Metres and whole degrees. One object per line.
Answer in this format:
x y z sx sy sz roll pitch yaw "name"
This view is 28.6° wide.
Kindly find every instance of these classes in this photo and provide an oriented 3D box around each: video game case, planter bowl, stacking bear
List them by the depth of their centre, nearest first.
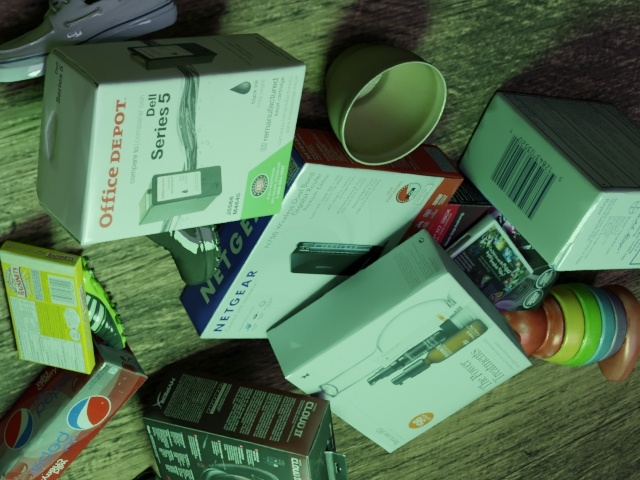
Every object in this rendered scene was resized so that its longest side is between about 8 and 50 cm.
0.073 -0.198 1.682 0.162 0.109 0.162 -21 138 -20 "planter bowl"
0.237 0.059 1.982 0.173 0.022 0.190 -40 141 5 "video game case"
0.428 0.157 2.278 0.289 0.175 0.164 1 129 -30 "stacking bear"

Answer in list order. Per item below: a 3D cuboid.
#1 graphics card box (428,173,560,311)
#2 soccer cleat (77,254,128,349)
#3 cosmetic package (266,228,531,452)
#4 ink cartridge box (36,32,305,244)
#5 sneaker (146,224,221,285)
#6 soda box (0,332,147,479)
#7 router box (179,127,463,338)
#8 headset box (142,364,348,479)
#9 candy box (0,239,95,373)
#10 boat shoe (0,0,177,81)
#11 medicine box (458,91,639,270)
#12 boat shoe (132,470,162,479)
0.258 0.009 2.041 0.371 0.094 0.232 0 128 -39 "graphics card box"
-0.318 0.090 1.701 0.072 0.060 0.179 -25 134 -3 "soccer cleat"
0.132 0.168 1.936 0.284 0.097 0.377 -33 143 11 "cosmetic package"
-0.170 -0.120 1.428 0.273 0.115 0.198 -11 125 -36 "ink cartridge box"
-0.210 -0.052 1.622 0.130 0.109 0.286 -21 129 -12 "sneaker"
-0.371 0.249 1.785 0.263 0.083 0.092 -47 140 11 "soda box"
0.000 0.000 1.814 0.301 0.082 0.335 2 132 -40 "router box"
-0.101 0.322 1.908 0.218 0.293 0.110 82 24 -46 "headset box"
-0.355 0.091 1.641 0.027 0.105 0.205 -66 165 -45 "candy box"
-0.273 -0.248 1.401 0.226 0.083 0.075 -27 120 -23 "boat shoe"
0.411 -0.090 1.930 0.289 0.263 0.149 1 127 -38 "medicine box"
-0.314 0.420 2.025 0.133 0.049 0.042 -33 136 -11 "boat shoe"
